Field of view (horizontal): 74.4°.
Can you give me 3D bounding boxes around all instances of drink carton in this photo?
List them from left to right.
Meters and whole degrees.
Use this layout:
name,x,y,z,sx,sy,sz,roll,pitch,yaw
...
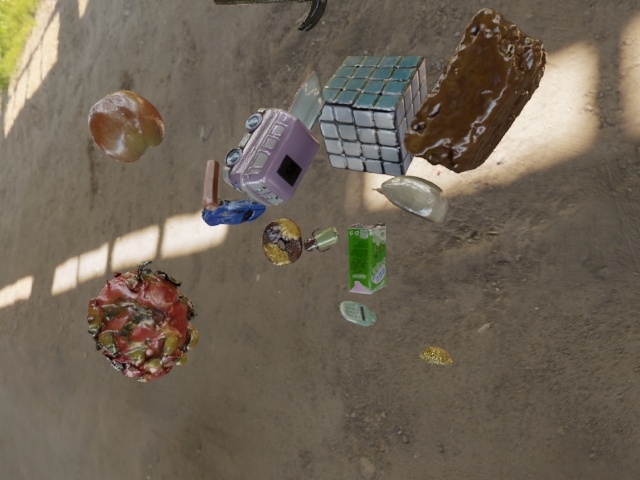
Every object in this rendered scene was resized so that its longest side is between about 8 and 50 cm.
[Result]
name,x,y,z,sx,sy,sz,roll,pitch,yaw
drink carton,0.189,0.067,1.689,0.108,0.161,0.271,2,98,32

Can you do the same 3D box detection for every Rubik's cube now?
name,x,y,z,sx,sy,sz,roll,pitch,yaw
Rubik's cube,0.218,-0.501,1.687,0.337,0.343,0.344,12,58,26

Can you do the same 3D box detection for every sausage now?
name,x,y,z,sx,sy,sz,roll,pitch,yaw
sausage,-0.243,-0.125,0.940,0.035,0.030,0.147,-49,37,41

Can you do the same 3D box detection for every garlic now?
name,x,y,z,sx,sy,sz,roll,pitch,yaw
garlic,0.214,-0.103,1.022,0.198,0.128,0.090,20,83,10

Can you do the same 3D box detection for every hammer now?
name,x,y,z,sx,sy,sz,roll,pitch,yaw
hammer,-0.149,-0.664,1.139,0.440,0.044,0.168,25,117,36

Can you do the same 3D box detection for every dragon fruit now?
name,x,y,z,sx,sy,sz,roll,pitch,yaw
dragon fruit,-0.457,0.226,1.124,0.269,0.250,0.291,-40,64,-4

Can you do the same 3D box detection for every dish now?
name,x,y,z,sx,sy,sz,roll,pitch,yaw
dish,-0.048,-0.368,1.263,0.260,0.085,0.260,-61,5,10

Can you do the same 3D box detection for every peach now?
name,x,y,z,sx,sy,sz,roll,pitch,yaw
peach,-0.713,-0.418,1.545,0.252,0.252,0.252,-6,81,44

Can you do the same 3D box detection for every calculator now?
name,x,y,z,sx,sy,sz,roll,pitch,yaw
calculator,0.137,0.264,1.523,0.021,0.153,0.095,-52,30,34

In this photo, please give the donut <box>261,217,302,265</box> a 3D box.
name,x,y,z,sx,sy,sz,roll,pitch,yaw
donut,-0.154,0.005,1.654,0.073,0.166,0.184,12,124,69

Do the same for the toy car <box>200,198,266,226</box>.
name,x,y,z,sx,sy,sz,roll,pitch,yaw
toy car,-0.276,-0.089,1.364,0.103,0.216,0.063,-55,50,47

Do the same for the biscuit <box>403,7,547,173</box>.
name,x,y,z,sx,sy,sz,roll,pitch,yaw
biscuit,0.397,-0.338,1.039,0.166,0.395,0.342,41,121,18

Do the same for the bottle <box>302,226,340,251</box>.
name,x,y,z,sx,sy,sz,roll,pitch,yaw
bottle,-0.001,-0.001,1.165,0.101,0.047,0.063,-23,65,-3

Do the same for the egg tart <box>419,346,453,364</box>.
name,x,y,z,sx,sy,sz,roll,pitch,yaw
egg tart,0.433,0.428,1.572,0.129,0.129,0.049,6,87,45

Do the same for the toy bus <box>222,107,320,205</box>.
name,x,y,z,sx,sy,sz,roll,pitch,yaw
toy bus,-0.113,-0.186,0.967,0.142,0.142,0.202,24,82,34
